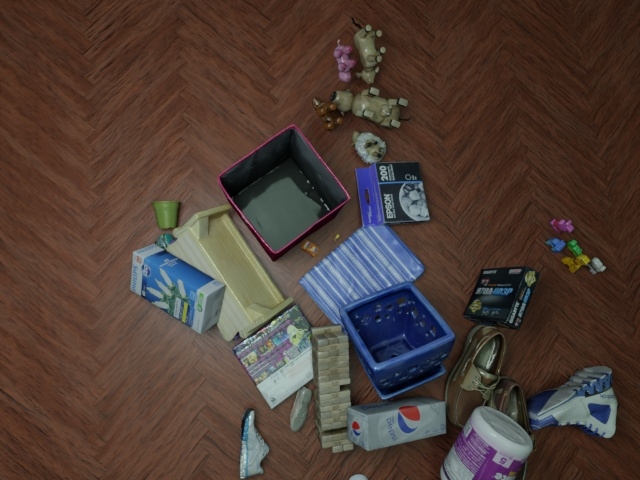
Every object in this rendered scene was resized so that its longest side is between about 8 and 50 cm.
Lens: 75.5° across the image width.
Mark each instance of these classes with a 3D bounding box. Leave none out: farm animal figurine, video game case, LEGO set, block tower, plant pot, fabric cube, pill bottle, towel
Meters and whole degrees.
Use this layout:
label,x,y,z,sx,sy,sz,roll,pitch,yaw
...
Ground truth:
label,x,y,z,sx,sy,sz,roll,pitch,yaw
farm animal figurine,0.131,-0.456,1.300,0.327,0.172,0.330,32,93,-20
video game case,-0.108,0.337,1.222,0.232,0.042,0.210,-35,89,-10
LEGO set,0.835,0.036,1.351,0.087,0.093,0.227,-40,88,-10
block tower,0.031,0.415,1.171,0.091,0.097,0.335,-4,91,-14
plant pot,-0.456,-0.075,1.226,0.083,0.083,0.079,-2,94,-7
fabric cube,-0.108,-0.118,1.178,0.259,0.258,0.254,-37,89,-10
pill bottle,0.442,0.636,1.154,0.169,0.169,0.301,23,102,-3
towel,0.134,0.109,1.285,0.336,0.040,0.243,-40,88,-10
plant pot,0.210,0.288,1.157,0.236,0.212,0.236,-21,41,-9

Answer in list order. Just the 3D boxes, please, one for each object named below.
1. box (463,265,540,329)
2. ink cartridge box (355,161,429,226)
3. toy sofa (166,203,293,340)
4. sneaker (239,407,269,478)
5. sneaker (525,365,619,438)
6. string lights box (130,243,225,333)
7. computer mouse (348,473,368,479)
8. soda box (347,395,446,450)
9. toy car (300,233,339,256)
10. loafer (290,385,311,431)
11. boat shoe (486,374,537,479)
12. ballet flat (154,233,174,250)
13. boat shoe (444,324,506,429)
label,x,y,z,sx,sy,sz,roll,pitch,yaw
box,0.533,0.167,1.232,0.051,0.220,0.175,28,80,-7
ink cartridge box,0.226,-0.150,1.314,0.208,0.045,0.206,-5,74,-8
toy sofa,-0.261,0.092,1.186,0.177,0.150,0.362,-36,87,32
sneaker,-0.186,0.571,1.174,0.083,0.071,0.190,2,90,-13
sneaker,0.790,0.530,1.260,0.316,0.127,0.182,-22,83,-11
string lights box,-0.394,0.128,1.131,0.260,0.077,0.133,26,118,17
computer mouse,0.110,0.779,1.187,0.106,0.042,0.193,-1,82,-6
soda box,0.217,0.503,1.158,0.286,0.098,0.091,5,81,-30
toy car,0.000,0.000,1.283,0.122,0.040,0.060,-38,88,-10
loafer,-0.062,0.491,1.213,0.045,0.039,0.125,24,81,-37
boat shoe,0.568,0.585,1.227,0.123,0.123,0.341,5,81,-6
ballet flat,-0.434,0.072,1.218,0.070,0.070,0.188,-24,84,-9
boat shoe,0.469,0.408,1.243,0.123,0.116,0.324,20,80,-4
